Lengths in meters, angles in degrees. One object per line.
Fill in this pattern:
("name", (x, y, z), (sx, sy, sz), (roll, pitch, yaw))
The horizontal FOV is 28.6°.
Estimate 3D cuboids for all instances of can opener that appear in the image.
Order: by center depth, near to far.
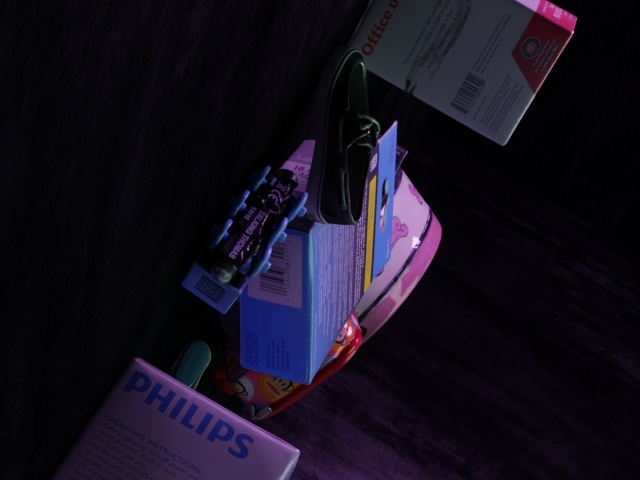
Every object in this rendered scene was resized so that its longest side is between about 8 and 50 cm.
("can opener", (-0.104, 0.078, 1.826), (0.280, 0.093, 0.074), (103, 14, -49))

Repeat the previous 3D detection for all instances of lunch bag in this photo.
("lunch bag", (-0.067, 0.165, 2.046), (0.258, 0.120, 0.293), (-38, -165, 6))

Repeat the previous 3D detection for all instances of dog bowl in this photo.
("dog bowl", (0.067, 0.051, 2.408), (0.408, 0.150, 0.408), (-49, -169, 12))

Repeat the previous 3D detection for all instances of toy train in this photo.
("toy train", (-0.084, -0.007, 1.431), (0.105, 0.080, 0.184), (-50, -173, 49))

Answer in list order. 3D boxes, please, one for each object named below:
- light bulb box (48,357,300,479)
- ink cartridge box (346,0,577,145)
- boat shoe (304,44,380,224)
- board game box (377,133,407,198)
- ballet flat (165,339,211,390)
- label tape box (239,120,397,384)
("light bulb box", (-0.227, 0.384, 1.469), (0.361, 0.225, 0.358), (-58, 175, -26))
("ink cartridge box", (0.176, -0.258, 1.588), (0.172, 0.237, 0.100), (-61, 178, 26))
("boat shoe", (0.037, -0.126, 1.512), (0.078, 0.070, 0.219), (8, 89, -55))
("board game box", (0.055, -0.118, 1.922), (0.026, 0.126, 0.186), (-57, 176, -25))
("ballet flat", (-0.203, 0.212, 1.737), (0.168, 0.057, 0.052), (-56, -175, -34))
("label tape box", (0.000, 0.000, 1.717), (0.333, 0.106, 0.240), (-54, 151, -53))
